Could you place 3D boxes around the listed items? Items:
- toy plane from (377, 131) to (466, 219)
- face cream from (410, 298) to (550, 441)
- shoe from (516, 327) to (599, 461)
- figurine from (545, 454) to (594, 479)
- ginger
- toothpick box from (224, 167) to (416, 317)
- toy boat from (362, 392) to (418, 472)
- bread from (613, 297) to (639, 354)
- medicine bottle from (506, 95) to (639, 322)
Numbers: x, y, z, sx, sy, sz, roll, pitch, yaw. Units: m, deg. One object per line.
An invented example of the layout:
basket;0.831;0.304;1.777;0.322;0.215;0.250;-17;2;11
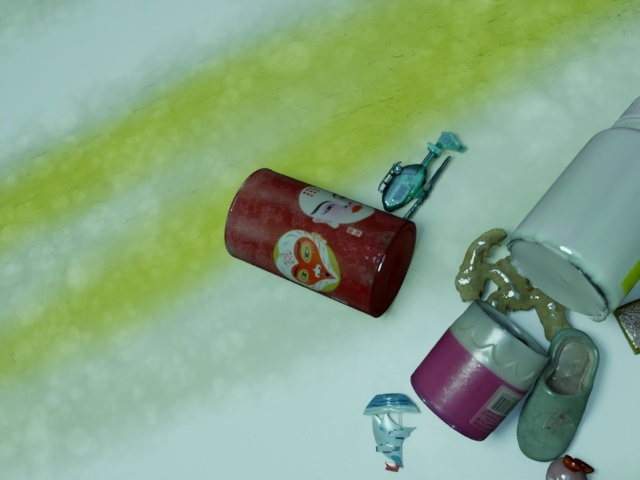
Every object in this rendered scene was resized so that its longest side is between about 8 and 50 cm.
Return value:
toy plane;0.196;-0.132;1.457;0.096;0.060;0.235;37;92;14
face cream;0.284;0.229;1.257;0.175;0.175;0.195;41;101;22
shoe;0.422;0.278;1.248;0.103;0.100;0.251;18;90;15
figurine;0.434;0.415;1.236;0.071;0.083;0.067;-61;25;5
ginger;0.364;0.111;1.343;0.149;0.065;0.259;-43;78;15
toothpick box;0.000;0.000;1.407;0.333;0.204;0.204;22;83;20
toy boat;0.129;0.365;1.371;0.105;0.034;0.149;17;94;18
bread;0.591;0.148;1.272;0.094;0.035;0.090;-24;70;10
medicine bottle;0.518;-0.066;1.232;0.213;0.213;0.379;37;78;22
